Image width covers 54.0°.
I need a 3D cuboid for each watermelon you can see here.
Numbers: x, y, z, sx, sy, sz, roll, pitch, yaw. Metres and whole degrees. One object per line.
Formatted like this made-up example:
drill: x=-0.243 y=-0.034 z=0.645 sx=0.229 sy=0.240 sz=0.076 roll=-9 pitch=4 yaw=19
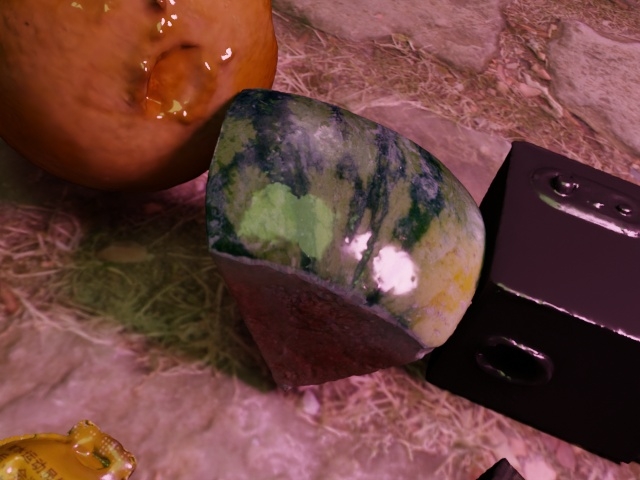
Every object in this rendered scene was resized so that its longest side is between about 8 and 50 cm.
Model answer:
watermelon: x=0.000 y=0.000 z=0.582 sx=0.261 sy=0.201 sz=0.213 roll=29 pitch=42 yaw=-13

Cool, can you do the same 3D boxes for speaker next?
speaker: x=0.270 y=0.061 z=0.642 sx=0.254 sy=0.184 sz=0.232 roll=22 pitch=47 yaw=4

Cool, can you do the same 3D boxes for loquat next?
loquat: x=-0.198 y=-0.208 z=0.631 sx=0.328 sy=0.328 sz=0.328 roll=9 pitch=48 yaw=-10

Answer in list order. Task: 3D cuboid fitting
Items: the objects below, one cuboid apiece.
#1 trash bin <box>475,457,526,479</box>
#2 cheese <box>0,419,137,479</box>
trash bin: x=0.147 y=0.312 z=0.366 sx=0.301 sy=0.203 sz=0.252 roll=47 pitch=13 yaw=24
cheese: x=-0.226 y=0.232 z=0.411 sx=0.156 sy=0.064 sz=0.250 roll=33 pitch=58 yaw=11
